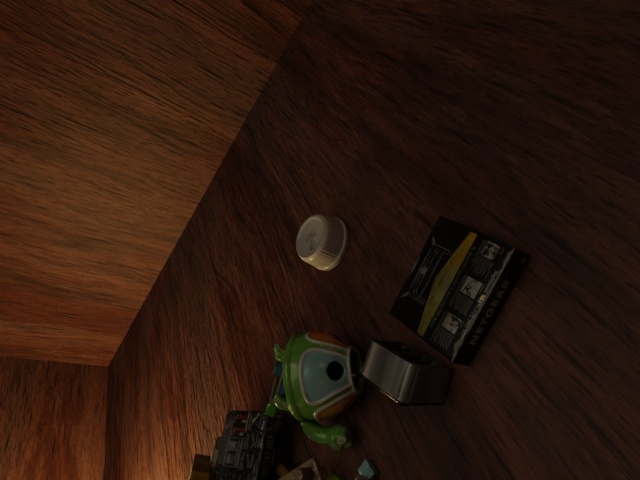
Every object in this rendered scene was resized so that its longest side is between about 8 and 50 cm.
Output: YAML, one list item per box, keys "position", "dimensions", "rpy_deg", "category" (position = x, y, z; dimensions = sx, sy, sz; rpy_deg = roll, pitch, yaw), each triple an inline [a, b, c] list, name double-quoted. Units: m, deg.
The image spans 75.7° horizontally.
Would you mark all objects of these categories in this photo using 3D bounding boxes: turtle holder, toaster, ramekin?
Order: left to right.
- position: [0.000, 0.000, 1.536]
  dimensions: [0.207, 0.108, 0.207]
  rpy_deg: [-27, 54, 43]
  category: "ramekin"
- position: [0.003, 0.427, 1.219]
  dimensions: [0.227, 0.243, 0.321]
  rpy_deg: [-13, 47, 19]
  category: "turtle holder"
- position: [0.207, 0.334, 1.043]
  dimensions: [0.168, 0.185, 0.110]
  rpy_deg: [19, 93, 55]
  category: "toaster"

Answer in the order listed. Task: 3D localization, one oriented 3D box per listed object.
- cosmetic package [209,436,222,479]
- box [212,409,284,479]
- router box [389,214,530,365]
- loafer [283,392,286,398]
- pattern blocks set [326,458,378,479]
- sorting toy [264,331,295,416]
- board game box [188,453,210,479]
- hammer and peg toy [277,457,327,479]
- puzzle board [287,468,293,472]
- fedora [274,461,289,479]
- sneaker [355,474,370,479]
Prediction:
- position: [-0.373, 0.922, 1.536]
  dimensions: [0.160, 0.113, 0.310]
  rpy_deg: [142, 140, -74]
  category: "cosmetic package"
- position: [-0.252, 0.739, 1.385]
  dimensions: [0.242, 0.076, 0.308]
  rpy_deg: [-21, 50, 40]
  category: "box"
- position: [0.341, 0.118, 1.056]
  dimensions: [0.243, 0.080, 0.309]
  rpy_deg: [37, 104, 53]
  category: "router box"
- position: [-0.111, 0.528, 1.452]
  dimensions: [0.223, 0.078, 0.076]
  rpy_deg: [-39, 45, 36]
  category: "loafer"
- position: [0.088, 0.778, 1.117]
  dimensions: [0.325, 0.026, 0.286]
  rpy_deg: [-54, 39, 21]
  category: "pattern blocks set"
- position: [-0.142, 0.447, 1.422]
  dimensions: [0.348, 0.047, 0.196]
  rpy_deg: [-82, 12, -70]
  category: "sorting toy"
- position: [-0.455, 0.925, 1.473]
  dimensions: [0.316, 0.064, 0.243]
  rpy_deg: [131, 151, -68]
  category: "board game box"
- position: [-0.052, 0.823, 1.101]
  dimensions: [0.266, 0.127, 0.362]
  rpy_deg: [-39, 48, 17]
  category: "hammer and peg toy"
- position: [-0.116, 0.836, 1.371]
  dimensions: [0.096, 0.011, 0.128]
  rpy_deg: [-33, 50, 39]
  category: "puzzle board"
- position: [-0.142, 0.823, 1.333]
  dimensions: [0.194, 0.079, 0.195]
  rpy_deg: [-26, 49, 34]
  category: "fedora"
- position: [0.118, 0.688, 1.052]
  dimensions: [0.065, 0.061, 0.158]
  rpy_deg: [-57, 37, 26]
  category: "sneaker"
